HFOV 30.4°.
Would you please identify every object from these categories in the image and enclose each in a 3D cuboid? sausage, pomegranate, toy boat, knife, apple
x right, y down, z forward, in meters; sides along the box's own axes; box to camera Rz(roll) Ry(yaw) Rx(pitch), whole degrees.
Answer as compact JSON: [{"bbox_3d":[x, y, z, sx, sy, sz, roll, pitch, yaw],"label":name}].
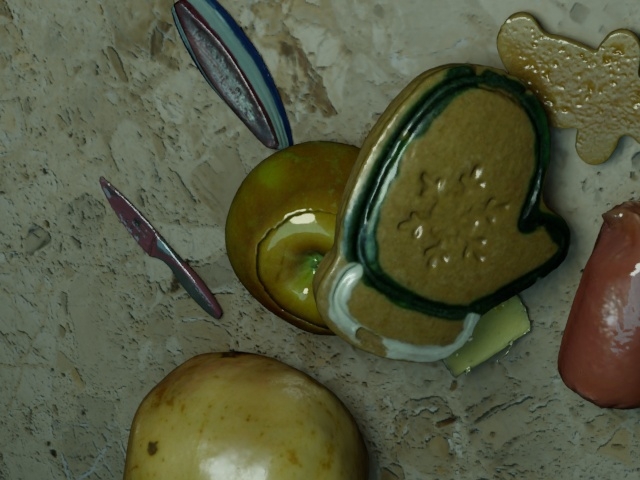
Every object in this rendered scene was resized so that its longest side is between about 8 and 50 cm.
[{"bbox_3d":[0.354,0.085,1.342,0.148,0.148,0.254,18,116,11],"label":"sausage"},{"bbox_3d":[-0.103,0.311,1.478,0.342,0.342,0.342,7,114,16],"label":"pomegranate"},{"bbox_3d":[-0.105,-0.200,1.436,0.080,0.046,0.229,-29,98,24],"label":"toy boat"},{"bbox_3d":[-0.216,0.011,1.580,0.035,0.018,0.247,-40,93,31],"label":"knife"},{"bbox_3d":[0.000,0.000,1.389,0.237,0.207,0.237,7,117,15],"label":"apple"}]

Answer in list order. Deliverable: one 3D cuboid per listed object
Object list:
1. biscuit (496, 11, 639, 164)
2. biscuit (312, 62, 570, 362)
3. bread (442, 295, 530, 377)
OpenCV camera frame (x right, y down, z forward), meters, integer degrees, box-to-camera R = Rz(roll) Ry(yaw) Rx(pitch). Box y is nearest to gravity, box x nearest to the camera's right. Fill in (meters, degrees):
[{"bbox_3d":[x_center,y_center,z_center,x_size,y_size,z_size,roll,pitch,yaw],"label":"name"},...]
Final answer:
[{"bbox_3d":[0.305,-0.165,1.311,0.240,0.035,0.158,18,120,12],"label":"biscuit"},{"bbox_3d":[0.155,-0.018,1.302,0.287,0.057,0.343,21,98,-25],"label":"biscuit"},{"bbox_3d":[0.199,0.110,1.440,0.109,0.080,0.084,-23,105,28],"label":"bread"}]
